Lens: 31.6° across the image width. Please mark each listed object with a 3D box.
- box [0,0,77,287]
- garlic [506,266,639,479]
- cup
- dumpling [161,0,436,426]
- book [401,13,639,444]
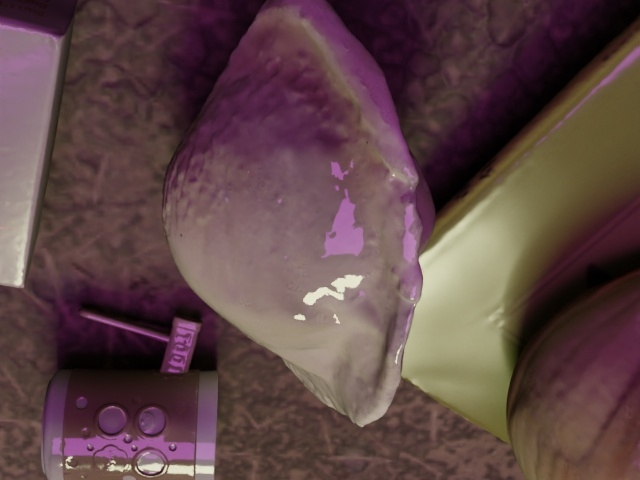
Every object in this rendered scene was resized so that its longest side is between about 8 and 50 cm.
[{"bbox_3d":[-0.249,-0.070,0.557,0.233,0.067,0.150,11,116,-12],"label":"box"},{"bbox_3d":[0.160,0.111,0.634,0.115,0.128,0.207,13,138,22],"label":"garlic"},{"bbox_3d":[-0.110,0.099,0.660,0.099,0.074,0.102,2,119,-6],"label":"cup"},{"bbox_3d":[0.000,-0.004,0.564,0.126,0.166,0.216,5,118,-44],"label":"dumpling"},{"bbox_3d":[0.203,-0.004,0.625,0.239,0.035,0.352,32,121,-23],"label":"book"}]
